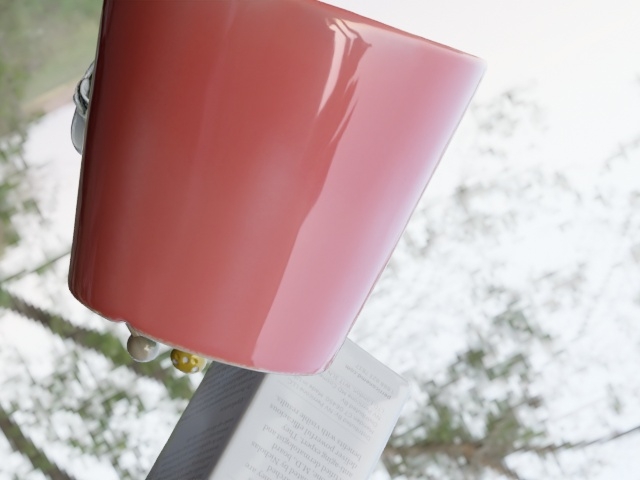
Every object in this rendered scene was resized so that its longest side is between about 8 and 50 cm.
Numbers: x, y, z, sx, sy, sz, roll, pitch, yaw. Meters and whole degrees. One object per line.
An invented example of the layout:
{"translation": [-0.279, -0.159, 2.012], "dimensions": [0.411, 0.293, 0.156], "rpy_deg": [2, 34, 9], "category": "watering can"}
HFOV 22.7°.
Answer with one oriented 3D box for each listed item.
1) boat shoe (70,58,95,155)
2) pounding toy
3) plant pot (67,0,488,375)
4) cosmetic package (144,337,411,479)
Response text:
{"translation": [-0.288, -0.197, 2.116], "dimensions": [0.084, 0.095, 0.258], "rpy_deg": [-23, 157, -44], "category": "boat shoe"}
{"translation": [-0.209, 0.138, 2.374], "dimensions": [0.237, 0.183, 0.110], "rpy_deg": [-4, -135, 20], "category": "pounding toy"}
{"translation": [-0.049, -0.052, 1.101], "dimensions": [0.275, 0.275, 0.243], "rpy_deg": [-90, -161, -83], "category": "plant pot"}
{"translation": [-0.103, 0.313, 1.664], "dimensions": [0.230, 0.161, 0.453], "rpy_deg": [-32, -156, 57], "category": "cosmetic package"}
